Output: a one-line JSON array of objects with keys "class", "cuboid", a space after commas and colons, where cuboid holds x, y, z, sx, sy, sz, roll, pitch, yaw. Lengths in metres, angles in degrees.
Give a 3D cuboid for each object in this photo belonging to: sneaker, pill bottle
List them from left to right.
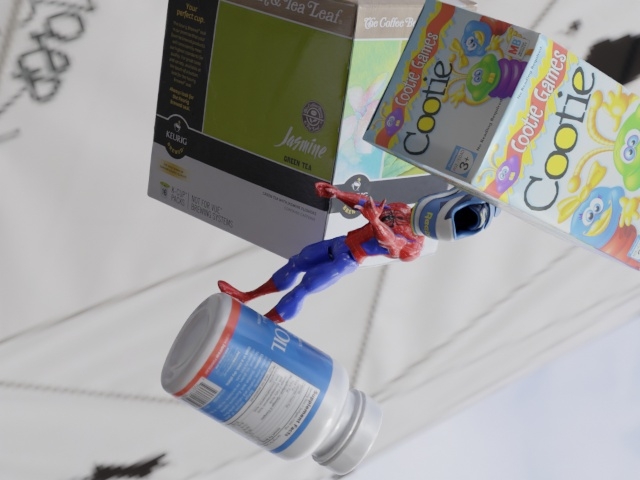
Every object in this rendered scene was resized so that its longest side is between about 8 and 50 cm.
[{"class": "pill bottle", "cuboid": [-0.048, 0.159, 1.710, 0.221, 0.124, 0.124, 32, -27, -18]}, {"class": "sneaker", "cuboid": [0.163, -0.036, 1.668, 0.059, 0.144, 0.053, 23, -45, 47]}]

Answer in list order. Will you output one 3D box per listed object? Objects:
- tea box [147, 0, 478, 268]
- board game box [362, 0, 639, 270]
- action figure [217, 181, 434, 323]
[{"class": "tea box", "cuboid": [-0.018, -0.168, 1.962, 0.329, 0.220, 0.323, 24, -67, 41]}, {"class": "board game box", "cuboid": [0.198, -0.092, 1.450, 0.142, 0.275, 0.144, 27, -86, 46]}, {"class": "action figure", "cuboid": [0.000, 0.000, 1.723, 0.139, 0.280, 0.091, 51, 20, -42]}]
